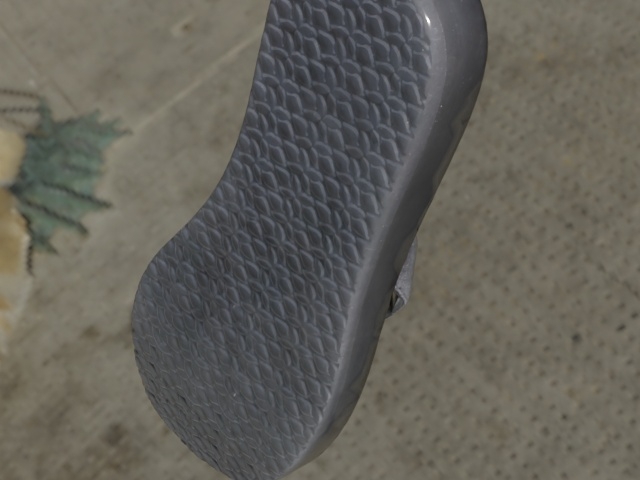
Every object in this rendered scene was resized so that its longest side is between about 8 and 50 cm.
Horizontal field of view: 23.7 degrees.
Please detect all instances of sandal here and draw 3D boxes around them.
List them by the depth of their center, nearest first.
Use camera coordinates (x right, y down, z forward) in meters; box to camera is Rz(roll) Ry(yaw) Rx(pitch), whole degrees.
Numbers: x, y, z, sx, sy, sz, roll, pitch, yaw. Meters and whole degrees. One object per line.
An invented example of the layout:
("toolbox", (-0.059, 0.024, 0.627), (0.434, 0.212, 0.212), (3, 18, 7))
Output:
("sandal", (0.001, 0.000, 0.541), (0.054, 0.254, 0.097), (-25, 64, -41))
